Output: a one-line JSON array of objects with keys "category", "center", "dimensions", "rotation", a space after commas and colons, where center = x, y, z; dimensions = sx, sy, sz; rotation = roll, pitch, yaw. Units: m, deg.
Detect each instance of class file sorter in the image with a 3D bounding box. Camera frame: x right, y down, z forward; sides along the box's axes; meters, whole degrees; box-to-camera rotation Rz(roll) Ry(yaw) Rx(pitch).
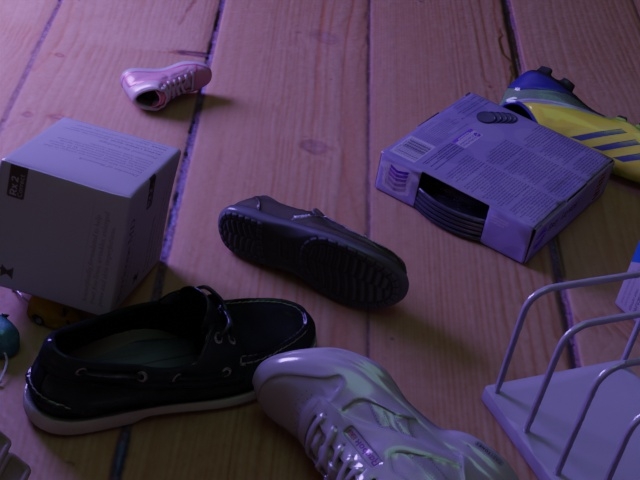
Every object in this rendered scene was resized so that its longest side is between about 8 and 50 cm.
[{"category": "file sorter", "center": [0.335, 0.180, 1.318], "dimensions": [0.193, 0.173, 0.277], "rotation": [-7, 39, -25]}]

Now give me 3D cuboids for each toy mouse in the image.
[{"category": "toy mouse", "center": [-0.309, 0.103, 1.365], "dimensions": [0.161, 0.031, 0.143], "rotation": [22, 37, 15]}]

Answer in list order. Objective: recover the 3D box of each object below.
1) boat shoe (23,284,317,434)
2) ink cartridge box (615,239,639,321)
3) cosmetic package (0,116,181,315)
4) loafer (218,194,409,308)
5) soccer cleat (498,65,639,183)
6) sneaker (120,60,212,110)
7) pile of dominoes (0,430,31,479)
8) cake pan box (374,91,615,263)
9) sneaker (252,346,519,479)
[{"category": "boat shoe", "center": [-0.146, 0.103, 1.340], "dimensions": [0.340, 0.113, 0.127], "rotation": [-9, 40, -26]}, {"category": "ink cartridge box", "center": [0.471, 0.073, 1.521], "dimensions": [0.086, 0.148, 0.203], "rotation": [-13, 42, -32]}, {"category": "cosmetic package", "center": [-0.265, -0.031, 1.431], "dimensions": [0.152, 0.151, 0.183], "rotation": [16, 24, 5]}, {"category": "loafer", "center": [0.000, 0.000, 1.538], "dimensions": [0.251, 0.094, 0.087], "rotation": [24, 42, 17]}, {"category": "soccer cleat", "center": [0.388, -0.147, 1.876], "dimensions": [0.289, 0.093, 0.121], "rotation": [38, 73, 26]}, {"category": "sneaker", "center": [-0.215, -0.218, 1.817], "dimensions": [0.134, 0.051, 0.070], "rotation": [-7, 41, -19]}, {"category": "pile of dominoes", "center": [-0.339, 0.220, 1.111], "dimensions": [0.251, 0.040, 0.196], "rotation": [54, 26, 5]}, {"category": "cake pan box", "center": [0.242, -0.093, 1.757], "dimensions": [0.246, 0.070, 0.267], "rotation": [27, 38, 24]}, {"category": "sneaker", "center": [0.045, 0.209, 1.246], "dimensions": [0.305, 0.114, 0.152], "rotation": [29, 38, 23]}]
